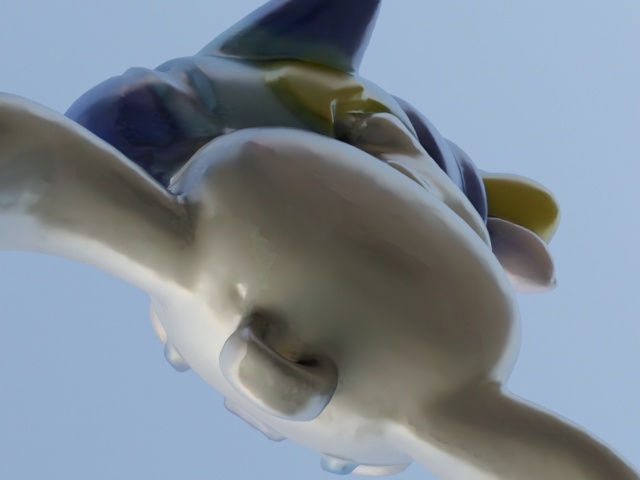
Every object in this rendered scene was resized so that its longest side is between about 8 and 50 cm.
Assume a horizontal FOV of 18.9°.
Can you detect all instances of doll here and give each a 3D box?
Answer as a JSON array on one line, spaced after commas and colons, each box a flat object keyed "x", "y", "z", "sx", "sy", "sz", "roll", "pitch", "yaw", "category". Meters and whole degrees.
[{"x": -0.007, "y": 0.005, "z": 0.982, "sx": 0.376, "sy": 0.187, "sz": 0.365, "roll": 49, "pitch": -161, "yaw": -15, "category": "doll"}]
